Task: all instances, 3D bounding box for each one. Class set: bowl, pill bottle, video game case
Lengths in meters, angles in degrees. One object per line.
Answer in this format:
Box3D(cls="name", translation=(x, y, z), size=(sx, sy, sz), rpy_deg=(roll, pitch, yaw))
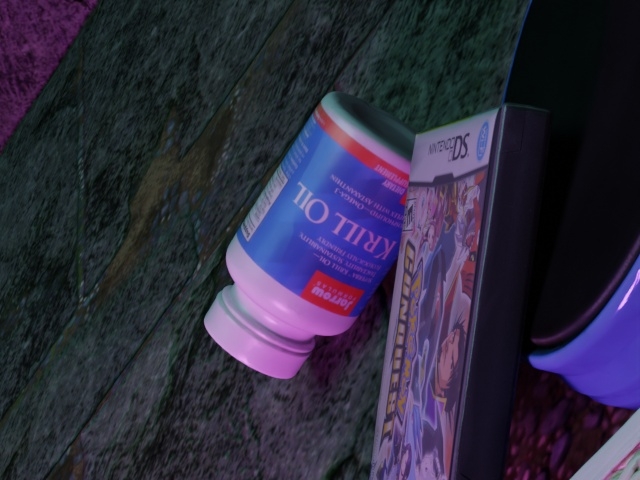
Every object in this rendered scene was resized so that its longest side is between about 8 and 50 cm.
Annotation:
Box3D(cls="bowl", translation=(0.198, -0.097, 1.151), size=(0.391, 0.077, 0.391), rpy_deg=(-166, 90, -78))
Box3D(cls="pill bottle", translation=(0.000, 0.000, 1.558), size=(0.221, 0.124, 0.124), rpy_deg=(-58, 22, 15))
Box3D(cls="video game case", translation=(0.085, 0.055, 1.253), size=(0.248, 0.035, 0.275), rpy_deg=(176, 103, -80))

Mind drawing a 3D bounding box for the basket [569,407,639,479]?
Box3D(cls="basket", translation=(0.201, 0.151, 0.958), size=(0.167, 0.113, 0.103), rpy_deg=(-50, 29, 28))
